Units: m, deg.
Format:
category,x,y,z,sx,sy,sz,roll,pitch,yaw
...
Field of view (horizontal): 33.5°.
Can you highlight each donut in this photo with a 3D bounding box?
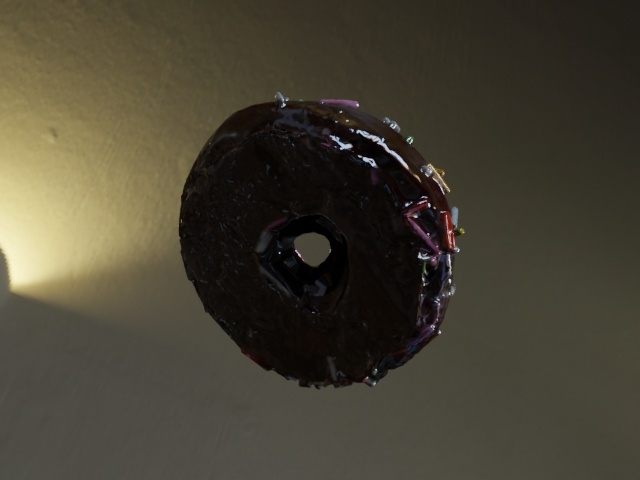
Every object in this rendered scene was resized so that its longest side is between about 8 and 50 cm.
category,x,y,z,sx,sy,sz,roll,pitch,yaw
donut,0.000,0.000,0.922,0.270,0.103,0.269,12,-63,24
